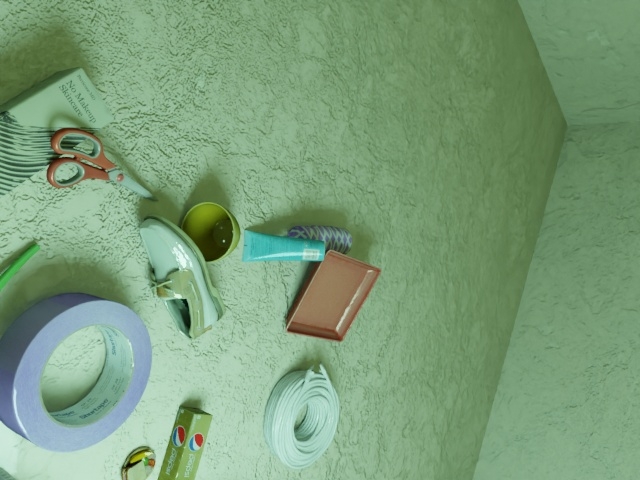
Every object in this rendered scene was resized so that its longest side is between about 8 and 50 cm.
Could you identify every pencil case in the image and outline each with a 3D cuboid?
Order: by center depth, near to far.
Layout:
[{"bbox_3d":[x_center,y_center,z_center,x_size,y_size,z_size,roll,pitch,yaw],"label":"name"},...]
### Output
[{"bbox_3d":[0.000,0.000,1.499,0.206,0.088,0.087,5,94,-49],"label":"pencil case"}]

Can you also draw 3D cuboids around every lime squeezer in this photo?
[{"bbox_3d":[-0.563,0.148,0.909,0.109,0.058,0.311,19,79,-47],"label":"lime squeezer"}]

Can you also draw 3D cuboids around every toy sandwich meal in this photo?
[{"bbox_3d":[-0.389,0.492,1.158,0.085,0.029,0.086,-7,99,-48],"label":"toy sandwich meal"}]

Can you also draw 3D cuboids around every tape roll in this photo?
[{"bbox_3d":[-0.450,0.239,0.991,0.274,0.090,0.275,-16,110,-53],"label":"tape roll"}]

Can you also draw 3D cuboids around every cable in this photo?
[{"bbox_3d":[-0.051,0.494,1.495,0.257,0.089,0.257,-47,127,-33],"label":"cable"}]

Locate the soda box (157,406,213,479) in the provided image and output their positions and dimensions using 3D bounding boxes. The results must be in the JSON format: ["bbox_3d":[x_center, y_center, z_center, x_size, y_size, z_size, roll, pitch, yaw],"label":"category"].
[{"bbox_3d":[-0.309,0.479,1.222,0.058,0.061,0.182,25,76,-47],"label":"soda box"}]

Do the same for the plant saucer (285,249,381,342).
[{"bbox_3d":[0.032,0.158,1.531,0.259,0.047,0.259,21,99,-46],"label":"plant saucer"}]

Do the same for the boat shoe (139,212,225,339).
[{"bbox_3d":[-0.305,0.086,1.148,0.103,0.113,0.303,-52,130,-38],"label":"boat shoe"}]

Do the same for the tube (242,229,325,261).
[{"bbox_3d":[-0.093,0.021,1.366,0.206,0.052,0.080,4,87,-12],"label":"tube"}]

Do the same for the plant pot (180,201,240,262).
[{"bbox_3d":[-0.235,-0.016,1.220,0.095,0.134,0.135,6,90,-72],"label":"plant pot"}]

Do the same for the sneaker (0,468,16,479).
[{"bbox_3d":[-0.543,0.526,0.931,0.148,0.131,0.350,-46,120,-26],"label":"sneaker"}]

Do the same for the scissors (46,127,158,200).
[{"bbox_3d":[-0.390,-0.135,1.017,0.297,0.021,0.109,8,104,-66],"label":"scissors"}]

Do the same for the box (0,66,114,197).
[{"bbox_3d":[-0.503,-0.180,0.912,0.275,0.094,0.113,-51,129,-32],"label":"box"}]
